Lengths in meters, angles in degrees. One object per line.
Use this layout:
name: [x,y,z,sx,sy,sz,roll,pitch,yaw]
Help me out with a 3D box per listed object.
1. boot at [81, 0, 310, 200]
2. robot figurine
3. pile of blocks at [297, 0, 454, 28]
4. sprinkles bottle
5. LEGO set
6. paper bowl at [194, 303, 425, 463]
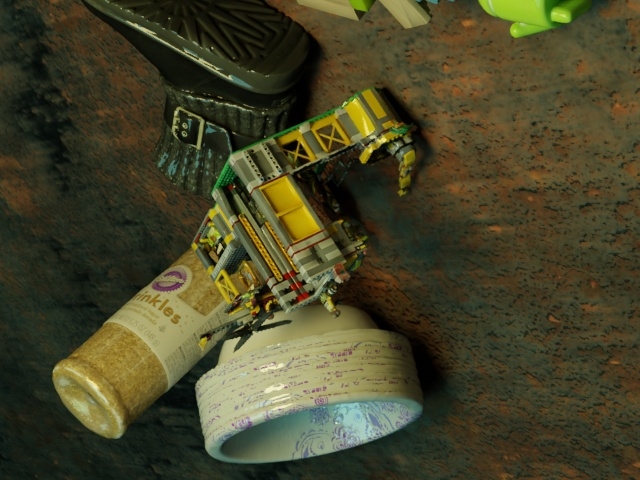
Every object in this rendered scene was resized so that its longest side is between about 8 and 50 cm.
boot: [-0.172,-0.202,1.873,0.348,0.131,0.260,37,148,15]
robot figurine: [0.192,-0.234,1.459,0.115,0.067,0.101,19,134,38]
pile of blocks: [0.092,-0.294,1.486,0.149,0.113,0.362,45,159,-25]
sprinkles bottle: [-0.176,0.095,2.000,0.121,0.355,0.121,30,146,24]
LEGO set: [0.000,0.000,1.783,0.192,0.255,0.331,58,144,13]
paper bowl: [-0.019,0.178,2.014,0.284,0.284,0.148,133,129,-59]
